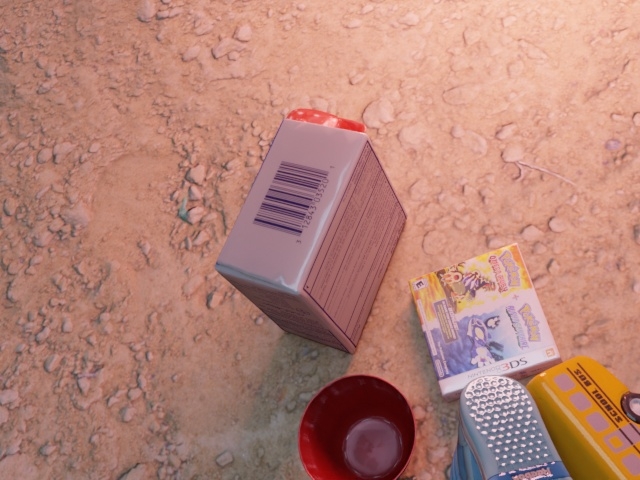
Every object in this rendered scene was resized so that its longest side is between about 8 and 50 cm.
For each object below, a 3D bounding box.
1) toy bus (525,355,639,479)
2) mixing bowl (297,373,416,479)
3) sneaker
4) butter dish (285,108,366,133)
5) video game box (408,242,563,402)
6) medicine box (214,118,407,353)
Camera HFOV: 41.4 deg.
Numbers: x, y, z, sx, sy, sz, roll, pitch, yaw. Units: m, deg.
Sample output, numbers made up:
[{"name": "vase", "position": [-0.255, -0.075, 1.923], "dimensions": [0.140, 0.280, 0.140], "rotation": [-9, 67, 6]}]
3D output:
[{"name": "toy bus", "position": [0.409, 0.309, 1.098], "dimensions": [0.130, 0.108, 0.333], "rotation": [-17, 53, -28]}, {"name": "mixing bowl", "position": [0.066, 0.301, 1.273], "dimensions": [0.181, 0.098, 0.181], "rotation": [-8, 63, 17]}, {"name": "sneaker", "position": [0.253, 0.357, 1.097], "dimensions": [0.127, 0.208, 0.319], "rotation": [-4, 45, -3]}, {"name": "butter dish", "position": [-0.021, -0.180, 1.533], "dimensions": [0.160, 0.118, 0.160], "rotation": [14, 72, 28]}, {"name": "video game box", "position": [0.252, 0.126, 1.317], "dimensions": [0.187, 0.048, 0.205], "rotation": [-19, 60, 9]}, {"name": "medicine box", "position": [0.000, 0.000, 1.334], "dimensions": [0.149, 0.289, 0.263], "rotation": [15, 72, 25]}]
